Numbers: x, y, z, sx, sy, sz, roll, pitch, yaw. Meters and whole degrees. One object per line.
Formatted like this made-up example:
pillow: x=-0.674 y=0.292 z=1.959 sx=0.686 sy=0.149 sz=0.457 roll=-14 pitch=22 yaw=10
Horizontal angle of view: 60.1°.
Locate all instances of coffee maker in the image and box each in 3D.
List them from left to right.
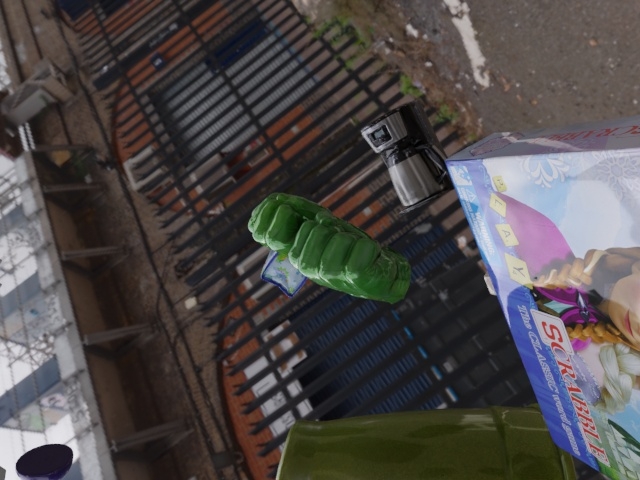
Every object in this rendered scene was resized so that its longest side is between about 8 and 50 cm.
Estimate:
coffee maker: x=0.168 y=-0.157 z=1.025 sx=0.178 sy=0.120 sz=0.171 roll=63 pitch=-161 yaw=-3

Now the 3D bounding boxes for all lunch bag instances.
lunch bag: x=-0.039 y=0.011 z=1.057 sx=0.096 sy=0.151 sz=0.129 roll=35 pitch=-159 yaw=-9

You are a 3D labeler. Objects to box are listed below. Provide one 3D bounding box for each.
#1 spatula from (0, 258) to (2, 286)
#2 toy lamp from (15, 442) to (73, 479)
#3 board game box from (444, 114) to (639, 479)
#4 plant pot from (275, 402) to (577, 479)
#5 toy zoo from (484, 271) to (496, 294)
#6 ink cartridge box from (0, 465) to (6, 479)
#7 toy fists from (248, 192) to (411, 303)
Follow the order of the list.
spatula: x=-0.665 y=0.142 z=0.998 sx=0.019 sy=0.168 sz=0.242 roll=37 pitch=-129 yaw=-6
toy lamp: x=-0.372 y=0.421 z=0.763 sx=0.080 sy=0.080 sz=0.274 roll=-111 pitch=21 yaw=-75
board game box: x=0.248 y=0.070 z=0.381 sx=0.318 sy=0.066 sz=0.318 roll=65 pitch=165 yaw=-13
plant pot: x=0.118 y=0.390 z=0.761 sx=0.366 sy=0.353 sz=0.366 roll=5 pitch=-90 yaw=-82
toy zoo: x=0.339 y=0.004 z=0.549 sx=0.293 sy=0.192 sz=0.030 roll=8 pitch=134 yaw=50
ink cartridge box: x=-0.446 y=0.252 z=0.518 sx=0.158 sy=0.218 sz=0.092 roll=84 pitch=173 yaw=-48
toy fists: x=0.000 y=0.000 z=0.791 sx=0.142 sy=0.096 sz=0.279 roll=13 pitch=-167 yaw=-39
